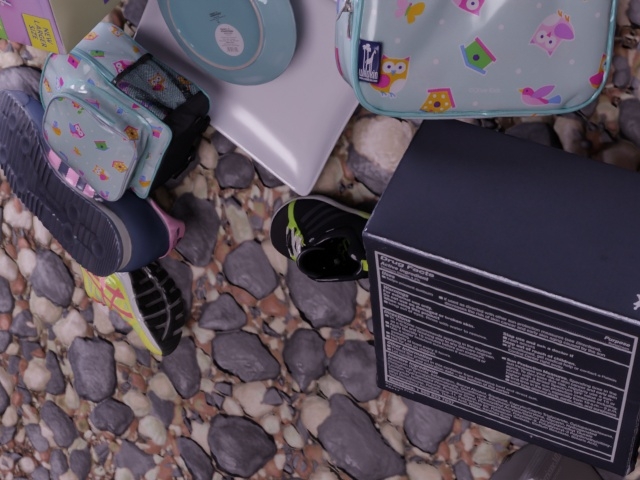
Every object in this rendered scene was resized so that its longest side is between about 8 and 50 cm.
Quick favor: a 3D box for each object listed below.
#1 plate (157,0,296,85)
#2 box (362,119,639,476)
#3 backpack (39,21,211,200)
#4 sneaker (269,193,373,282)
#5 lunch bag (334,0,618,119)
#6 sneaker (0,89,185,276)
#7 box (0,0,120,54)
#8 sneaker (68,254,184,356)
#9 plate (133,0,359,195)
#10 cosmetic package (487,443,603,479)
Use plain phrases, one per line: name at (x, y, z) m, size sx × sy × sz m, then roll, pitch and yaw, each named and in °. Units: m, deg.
plate at (-0.110, -0.247, 1.486) m, size 0.188 × 0.024 × 0.188 m, roll 21°, pitch 134°, yaw 24°
box at (0.216, 0.057, 1.400) m, size 0.296 × 0.182 × 0.294 m, roll 18°, pitch 149°, yaw 17°
backpack at (-0.243, -0.152, 1.591) m, size 0.188 × 0.144 × 0.166 m, roll 46°, pitch 147°, yaw 10°
sneaker at (0.000, 0.000, 1.559) m, size 0.235 × 0.097 × 0.084 m, roll 6°, pitch 112°, yaw 50°
lunch bag at (0.149, -0.236, 1.336) m, size 0.279 × 0.108 × 0.224 m, roll -1°, pitch 118°, yaw -10°
sneaker at (-0.295, -0.076, 1.709) m, size 0.319 × 0.131 × 0.112 m, roll 49°, pitch 130°, yaw 27°
box at (-0.268, -0.358, 1.436) m, size 0.117 × 0.243 × 0.213 m, roll 17°, pitch 141°, yaw 24°
sneaker at (-0.254, 0.062, 1.764) m, size 0.094 × 0.081 × 0.208 m, roll -34°, pitch 84°, yaw 34°
plate at (-0.068, -0.219, 1.528) m, size 0.278 × 0.045 × 0.277 m, roll 38°, pitch 140°, yaw 6°
cosmetic package at (0.298, 0.352, 1.589) m, size 0.107 × 0.127 × 0.238 m, roll -33°, pitch 97°, yaw 34°
